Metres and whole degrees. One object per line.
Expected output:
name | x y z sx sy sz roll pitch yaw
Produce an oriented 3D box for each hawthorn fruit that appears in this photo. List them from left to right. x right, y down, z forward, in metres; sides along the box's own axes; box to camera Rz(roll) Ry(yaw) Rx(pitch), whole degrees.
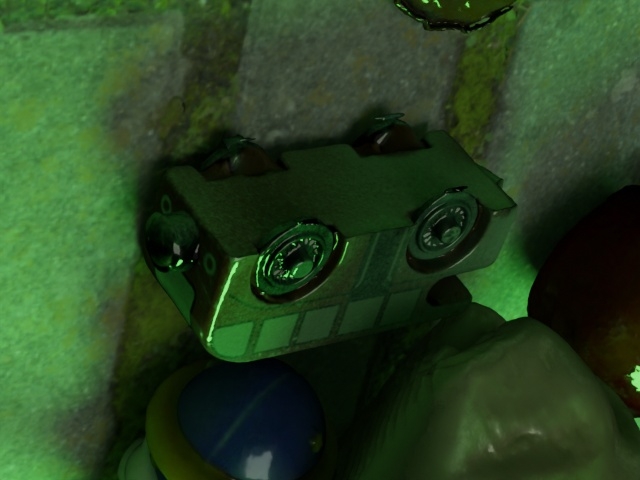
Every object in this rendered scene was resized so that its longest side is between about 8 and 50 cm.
hawthorn fruit | 0.303 0.071 1.529 0.249 0.215 0.215 -34 137 -21

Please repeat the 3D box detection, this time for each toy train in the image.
toy train | 0.000 0.000 1.299 0.326 0.129 0.159 -11 133 -35

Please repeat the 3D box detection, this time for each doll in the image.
doll | -0.116 0.211 1.334 0.242 0.159 0.311 -46 176 37

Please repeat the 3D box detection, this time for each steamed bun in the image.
steamed bun | 0.132 0.238 1.382 0.368 0.255 0.342 -57 -179 26

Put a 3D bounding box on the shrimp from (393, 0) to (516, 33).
shrimp | 0.120 -0.273 1.245 0.173 0.058 0.253 -13 131 -21
